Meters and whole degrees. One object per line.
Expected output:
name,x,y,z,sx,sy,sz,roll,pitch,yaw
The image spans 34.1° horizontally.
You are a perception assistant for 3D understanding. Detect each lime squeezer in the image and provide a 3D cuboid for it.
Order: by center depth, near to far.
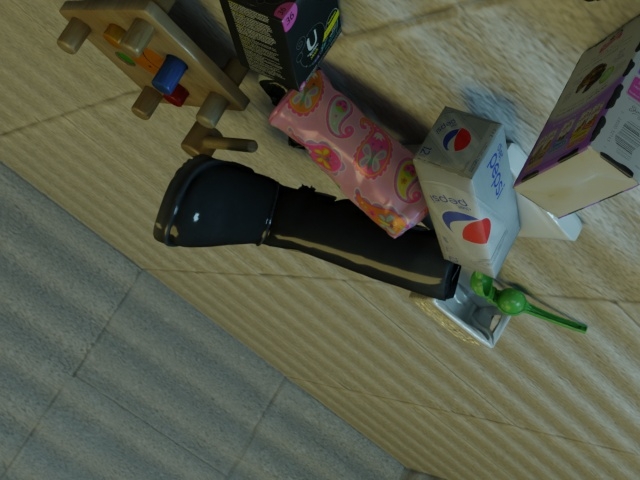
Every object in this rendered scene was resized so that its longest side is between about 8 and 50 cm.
lime squeezer,0.343,0.084,1.881,0.310,0.059,0.110,39,128,-20

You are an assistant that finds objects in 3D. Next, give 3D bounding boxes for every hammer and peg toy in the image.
hammer and peg toy,-0.235,-0.273,1.725,0.266,0.127,0.361,12,157,45

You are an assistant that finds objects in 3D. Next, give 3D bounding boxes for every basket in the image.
basket,0.264,0.112,1.956,0.167,0.113,0.103,38,163,-20

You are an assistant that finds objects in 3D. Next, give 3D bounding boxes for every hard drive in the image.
hard drive,0.231,-0.077,1.627,0.203,0.040,0.307,43,159,-31

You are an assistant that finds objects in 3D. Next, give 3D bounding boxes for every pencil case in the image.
pencil case,0.055,-0.134,1.577,0.284,0.124,0.124,43,162,3

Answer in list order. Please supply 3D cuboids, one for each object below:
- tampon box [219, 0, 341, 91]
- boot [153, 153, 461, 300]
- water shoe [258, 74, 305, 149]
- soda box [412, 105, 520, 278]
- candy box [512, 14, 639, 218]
tampon box,-0.049,-0.299,1.364,0.101,0.120,0.161,26,161,17
boot,0.001,-0.001,1.674,0.445,0.146,0.367,23,-163,11
water shoe,-0.028,-0.190,1.680,0.203,0.080,0.073,39,160,-21
soda box,0.214,-0.061,1.481,0.091,0.098,0.286,22,159,26
candy box,0.306,-0.135,1.104,0.070,0.196,0.165,33,162,-8
